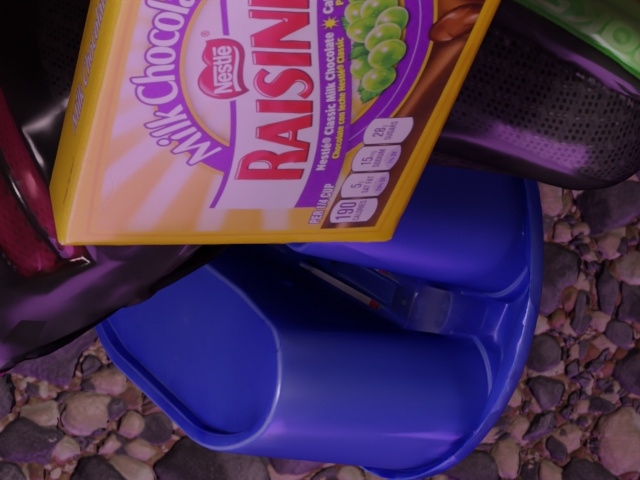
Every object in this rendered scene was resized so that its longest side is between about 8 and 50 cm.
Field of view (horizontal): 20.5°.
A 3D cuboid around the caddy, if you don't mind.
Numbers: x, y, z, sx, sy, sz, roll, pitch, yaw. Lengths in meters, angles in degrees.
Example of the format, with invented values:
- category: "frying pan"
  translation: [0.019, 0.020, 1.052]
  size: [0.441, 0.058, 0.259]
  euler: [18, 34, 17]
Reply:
- category: "caddy"
  translation: [0.000, 0.000, 1.062]
  size: [0.179, 0.241, 0.341]
  euler: [8, -165, -32]

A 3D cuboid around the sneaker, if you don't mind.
- category: "sneaker"
  translation: [-0.098, -0.035, 0.661]
  size: [0.483, 0.202, 0.185]
  euler: [-1, 180, 22]

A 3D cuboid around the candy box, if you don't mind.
- category: "candy box"
  translation: [-0.003, -0.070, 0.451]
  size: [0.105, 0.027, 0.206]
  euler: [1, 141, -18]
